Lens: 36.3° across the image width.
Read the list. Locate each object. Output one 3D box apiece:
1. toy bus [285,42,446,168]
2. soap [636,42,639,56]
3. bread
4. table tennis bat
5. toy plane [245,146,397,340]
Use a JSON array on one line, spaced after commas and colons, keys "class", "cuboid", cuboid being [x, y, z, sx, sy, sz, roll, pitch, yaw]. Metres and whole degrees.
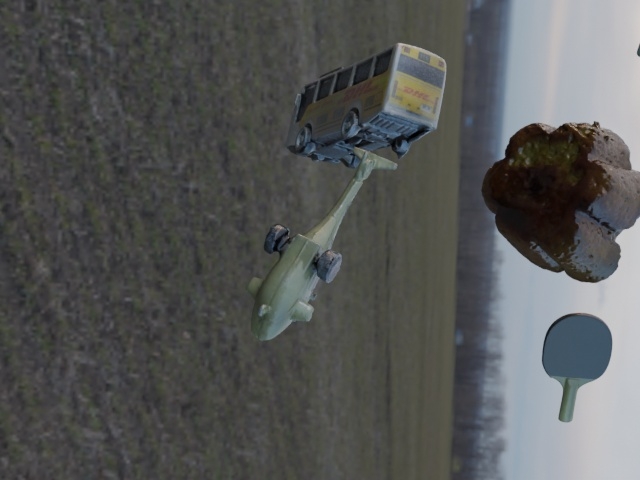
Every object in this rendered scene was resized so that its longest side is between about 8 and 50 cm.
[{"class": "toy bus", "cuboid": [0.054, -0.189, 1.419, 0.342, 0.097, 0.138, -3, -105, 66]}, {"class": "soap", "cuboid": [0.426, -0.214, 0.954, 0.066, 0.198, 0.119, -34, 140, -59]}, {"class": "bread", "cuboid": [0.362, -0.073, 1.463, 0.135, 0.247, 0.232, 23, 97, -44]}, {"class": "table tennis bat", "cuboid": [0.325, 0.164, 1.251, 0.013, 0.087, 0.156, -81, 175, -67]}, {"class": "toy plane", "cuboid": [0.000, 0.000, 1.176, 0.286, 0.092, 0.108, -60, 161, -16]}]
